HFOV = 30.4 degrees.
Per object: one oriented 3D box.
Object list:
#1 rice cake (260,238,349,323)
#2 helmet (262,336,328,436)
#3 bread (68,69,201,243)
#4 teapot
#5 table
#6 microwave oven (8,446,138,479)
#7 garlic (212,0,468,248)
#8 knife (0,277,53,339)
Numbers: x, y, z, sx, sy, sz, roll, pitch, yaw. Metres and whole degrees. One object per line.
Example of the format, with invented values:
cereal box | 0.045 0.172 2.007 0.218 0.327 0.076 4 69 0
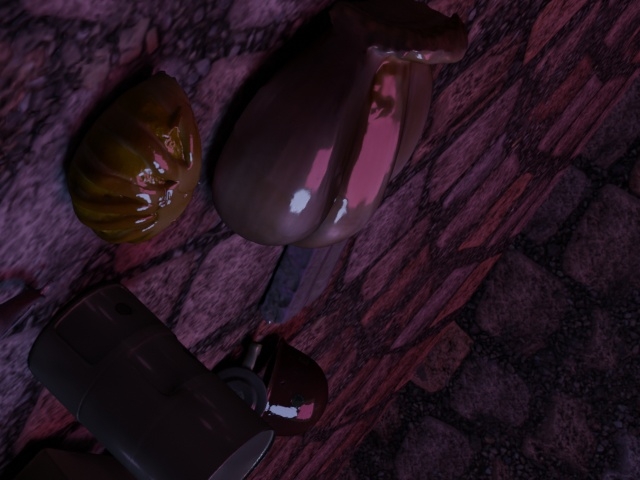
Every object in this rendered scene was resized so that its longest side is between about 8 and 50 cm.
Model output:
rice cake | 0.002 -0.002 1.547 0.106 0.050 0.298 -36 160 -40
helmet | -0.043 0.236 1.807 0.175 0.106 0.155 -153 -97 -84
bread | -0.152 -0.060 0.936 0.094 0.083 0.157 1 131 -55
teapot | -0.111 0.214 1.700 0.124 0.092 0.091 -41 -179 -4
table | -0.164 0.155 1.139 0.126 0.220 0.126 -43 162 -17
microwave oven | -0.299 0.488 1.339 0.394 0.333 0.247 -47 154 4
garlic | 0.010 -0.099 1.196 0.279 0.132 0.325 -14 138 -52
knife | -0.273 0.046 0.896 0.123 0.053 0.278 -51 167 -12
